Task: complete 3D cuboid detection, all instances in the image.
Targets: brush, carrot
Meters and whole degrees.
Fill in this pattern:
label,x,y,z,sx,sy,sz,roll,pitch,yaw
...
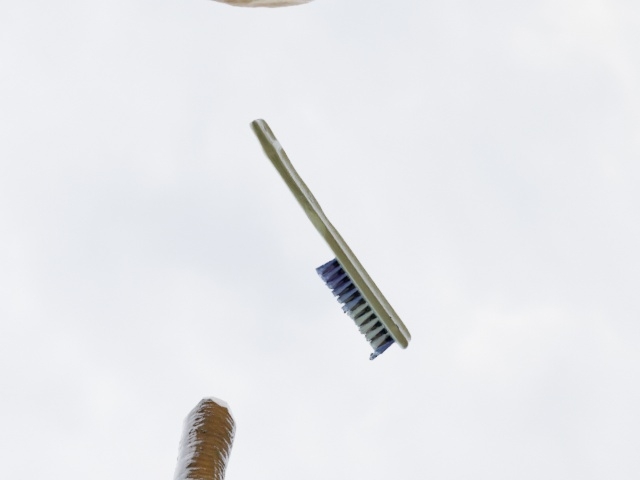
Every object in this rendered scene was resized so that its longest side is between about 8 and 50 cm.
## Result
label,x,y,z,sx,sy,sz,roll,pitch,yaw
brush,0.000,0.000,0.981,0.178,0.030,0.033,56,-160,3
carrot,-0.133,0.278,1.674,0.066,0.066,0.314,40,-159,-18

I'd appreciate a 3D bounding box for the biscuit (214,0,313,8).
label,x,y,z,sx,sy,sz,roll,pitch,yaw
biscuit,-0.088,-0.303,1.577,0.260,0.203,0.041,5,-106,-8
